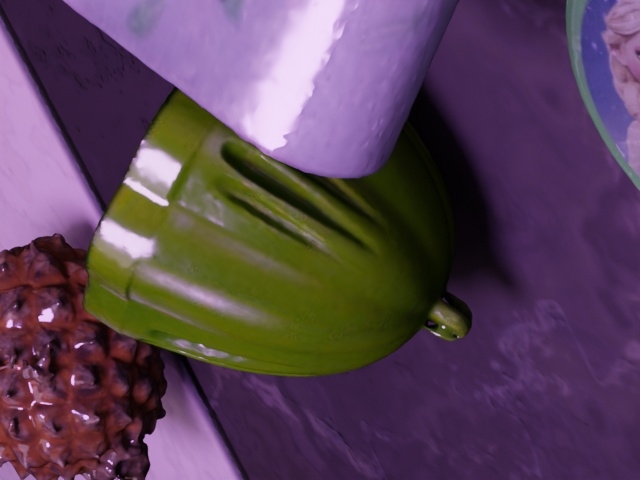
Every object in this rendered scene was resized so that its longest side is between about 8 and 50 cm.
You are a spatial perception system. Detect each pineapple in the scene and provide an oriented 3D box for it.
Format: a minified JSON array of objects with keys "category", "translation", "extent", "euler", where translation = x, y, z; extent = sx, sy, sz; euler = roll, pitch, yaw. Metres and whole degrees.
[{"category":"pineapple","translation":[-0.178,0.096,1.332],"extent":[0.193,0.166,0.166],"euler":[52,154,3]}]

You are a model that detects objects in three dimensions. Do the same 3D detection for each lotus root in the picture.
[{"category":"lotus root","translation":[0.000,0.000,0.929],"extent":[0.186,0.186,0.186],"euler":[41,150,29]}]

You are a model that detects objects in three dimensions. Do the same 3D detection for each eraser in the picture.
[{"category":"eraser","translation":[-0.003,-0.161,0.703],"extent":[0.174,0.081,0.227],"euler":[40,122,26]}]

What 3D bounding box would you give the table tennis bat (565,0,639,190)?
[{"category":"table tennis bat","translation":[0.146,-0.087,0.692],"extent":[0.160,0.039,0.257],"euler":[22,140,43]}]
